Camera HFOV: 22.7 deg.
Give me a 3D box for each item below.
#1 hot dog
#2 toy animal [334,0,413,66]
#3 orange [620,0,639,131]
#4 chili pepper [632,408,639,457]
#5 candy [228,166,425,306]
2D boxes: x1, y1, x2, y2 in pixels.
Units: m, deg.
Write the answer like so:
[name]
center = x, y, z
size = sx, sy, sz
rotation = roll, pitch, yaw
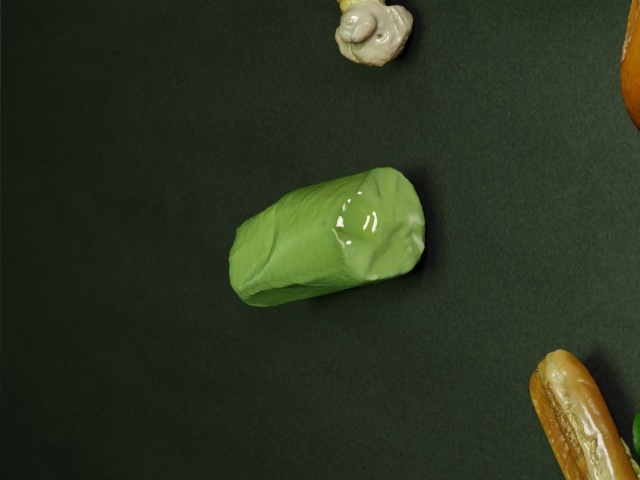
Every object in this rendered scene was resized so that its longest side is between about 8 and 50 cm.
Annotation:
[hot dog]
center = 0.275, 0.219, 1.577
size = 0.092, 0.062, 0.235
rotation = 112, 140, -63
[toy animal]
center = 0.049, -0.294, 1.930
size = 0.184, 0.104, 0.185
rotation = 111, 135, -86
[orange]
center = 0.339, -0.172, 1.307
size = 0.224, 0.170, 0.224
rotation = 15, -90, -83
[chili pepper]
center = 0.352, 0.123, 1.392
size = 0.136, 0.099, 0.270
rotation = 42, 124, 40
[candy]
center = 0.000, 0.000, 1.975
size = 0.343, 0.132, 0.142
rotation = -18, 93, 60
